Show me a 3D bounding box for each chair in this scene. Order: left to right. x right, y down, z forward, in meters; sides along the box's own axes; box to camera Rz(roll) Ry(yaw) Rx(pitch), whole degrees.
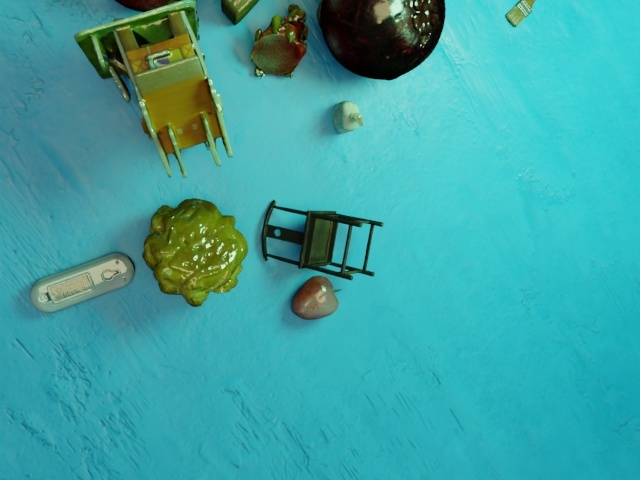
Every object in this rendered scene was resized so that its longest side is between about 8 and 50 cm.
[{"bbox_3d":[0.000,0.000,1.626,0.260,0.141,0.155,14,98,30],"label":"chair"}]

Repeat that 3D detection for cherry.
[{"bbox_3d":[-0.008,0.150,1.667,0.106,0.087,0.126,42,86,-12],"label":"cherry"}]

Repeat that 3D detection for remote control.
[{"bbox_3d":[-0.554,0.099,1.555,0.244,0.047,0.087,-21,100,-10],"label":"remote control"}]

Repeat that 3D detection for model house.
[{"bbox_3d":[-0.322,-0.276,1.385,0.242,0.357,0.313,-18,93,-11],"label":"model house"}]

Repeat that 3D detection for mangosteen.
[{"bbox_3d":[0.128,-0.505,1.503,0.297,0.293,0.297,11,76,-50],"label":"mangosteen"}]

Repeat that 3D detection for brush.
[{"bbox_3d":[-0.146,-0.579,1.493,0.059,0.123,0.197,40,88,-11],"label":"brush"},{"bbox_3d":[0.542,-0.616,1.702,0.170,0.014,0.043,-45,105,-4],"label":"brush"}]

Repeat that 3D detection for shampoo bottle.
[{"bbox_3d":[0.068,-0.293,1.576,0.045,0.152,0.077,-3,99,-11],"label":"shampoo bottle"}]

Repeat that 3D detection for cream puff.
[{"bbox_3d":[-0.291,0.028,1.524,0.244,0.244,0.196,-10,137,-11],"label":"cream puff"}]

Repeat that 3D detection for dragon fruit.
[{"bbox_3d":[-0.081,-0.457,1.541,0.175,0.142,0.138,-64,147,-16],"label":"dragon fruit"}]

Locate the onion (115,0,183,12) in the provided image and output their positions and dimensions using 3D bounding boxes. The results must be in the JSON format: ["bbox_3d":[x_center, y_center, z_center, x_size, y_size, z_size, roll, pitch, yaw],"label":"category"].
[{"bbox_3d":[-0.353,-0.621,1.399,0.221,0.280,0.281,9,99,-48],"label":"onion"}]
